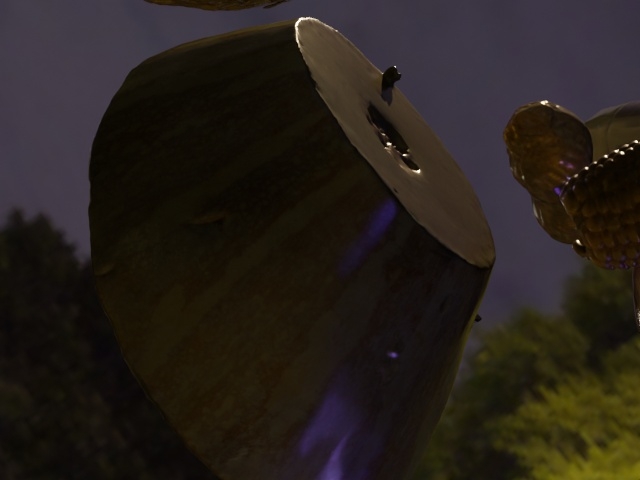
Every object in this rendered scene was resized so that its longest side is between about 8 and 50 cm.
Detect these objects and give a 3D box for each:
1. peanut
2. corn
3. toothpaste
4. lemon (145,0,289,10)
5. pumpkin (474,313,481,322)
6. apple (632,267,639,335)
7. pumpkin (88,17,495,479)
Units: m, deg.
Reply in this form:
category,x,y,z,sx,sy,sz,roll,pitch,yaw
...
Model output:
category,x,y,z,sx,sy,sz,roll,pitch,yaw
peanut,0.244,-0.069,1.540,0.087,0.087,0.207,39,-10,40
corn,0.220,-0.042,0.765,0.068,0.207,0.068,56,21,-36
toothpaste,0.390,-0.113,1.476,0.371,0.125,0.080,-7,-80,63
lemon,-0.114,-0.365,1.255,0.387,0.350,0.350,19,-32,16
pumpkin,0.082,0.065,1.283,0.101,0.073,0.035,-16,-94,37
apple,0.327,0.023,0.892,0.264,0.264,0.264,47,-21,24
pumpkin,0.011,-0.003,0.628,0.110,0.217,0.217,-33,-88,31
